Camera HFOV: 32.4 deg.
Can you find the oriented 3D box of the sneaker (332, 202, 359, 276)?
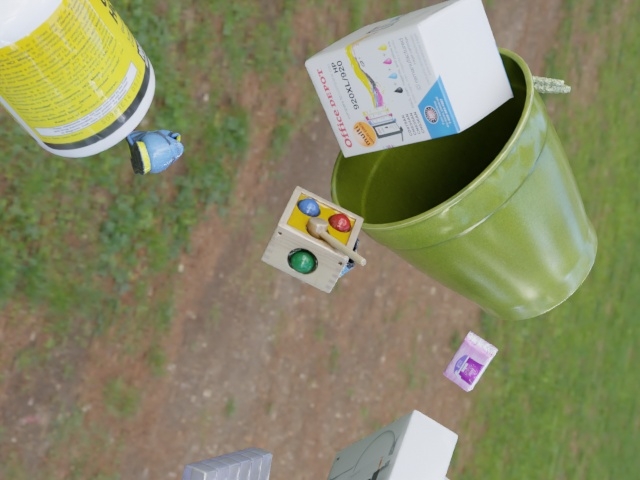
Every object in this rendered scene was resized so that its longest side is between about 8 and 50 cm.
[{"bbox_3d":[0.053,-0.009,2.186,0.063,0.073,0.162,13,70,-36],"label":"sneaker"}]

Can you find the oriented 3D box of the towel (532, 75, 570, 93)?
[{"bbox_3d":[0.353,-0.272,1.900,0.110,0.148,0.027,-44,144,-81],"label":"towel"}]

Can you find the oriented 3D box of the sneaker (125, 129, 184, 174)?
[{"bbox_3d":[-0.277,-0.152,1.840,0.209,0.082,0.069,-155,-131,-69],"label":"sneaker"}]

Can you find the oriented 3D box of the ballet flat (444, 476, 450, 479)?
[{"bbox_3d":[0.200,0.566,2.182,0.400,0.139,0.139,-36,134,-71],"label":"ballet flat"}]

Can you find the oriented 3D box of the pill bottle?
[{"bbox_3d":[-0.350,-0.262,1.336,0.334,0.188,0.188,58,47,-56],"label":"pill bottle"}]

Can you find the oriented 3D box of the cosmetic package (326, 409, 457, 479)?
[{"bbox_3d":[0.062,0.487,1.779,0.284,0.097,0.377,-46,-164,54],"label":"cosmetic package"}]

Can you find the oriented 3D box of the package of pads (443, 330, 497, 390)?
[{"bbox_3d":[0.223,0.180,1.636,0.032,0.050,0.083,-38,159,-51],"label":"package of pads"}]

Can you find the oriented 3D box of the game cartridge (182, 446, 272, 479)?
[{"bbox_3d":[-0.180,0.537,1.856,0.230,0.068,0.355,3,97,-67],"label":"game cartridge"}]

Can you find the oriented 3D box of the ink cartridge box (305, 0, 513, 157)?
[{"bbox_3d":[0.133,-0.247,1.672,0.168,0.233,0.171,-36,109,-42],"label":"ink cartridge box"}]

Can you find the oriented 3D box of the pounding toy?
[{"bbox_3d":[0.000,0.000,1.555,0.100,0.130,0.141,-62,-177,35],"label":"pounding toy"}]

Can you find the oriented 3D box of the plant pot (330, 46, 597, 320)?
[{"bbox_3d":[0.265,-0.060,1.793,0.353,0.366,0.366,45,54,-33],"label":"plant pot"}]
